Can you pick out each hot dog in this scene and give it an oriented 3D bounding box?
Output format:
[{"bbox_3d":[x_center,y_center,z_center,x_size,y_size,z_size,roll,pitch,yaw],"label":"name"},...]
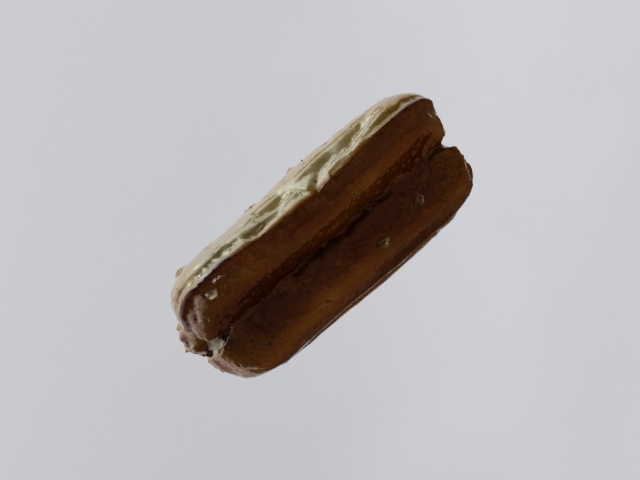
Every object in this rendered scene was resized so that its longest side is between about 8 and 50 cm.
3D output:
[{"bbox_3d":[0.000,0.000,0.743,0.165,0.045,0.071,-40,-66,-11],"label":"hot dog"}]
